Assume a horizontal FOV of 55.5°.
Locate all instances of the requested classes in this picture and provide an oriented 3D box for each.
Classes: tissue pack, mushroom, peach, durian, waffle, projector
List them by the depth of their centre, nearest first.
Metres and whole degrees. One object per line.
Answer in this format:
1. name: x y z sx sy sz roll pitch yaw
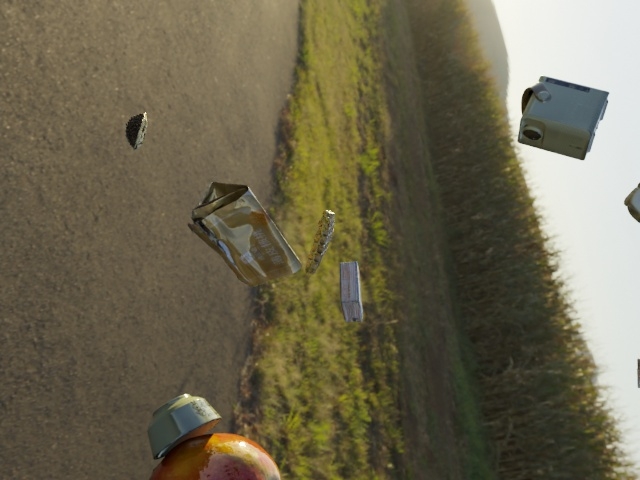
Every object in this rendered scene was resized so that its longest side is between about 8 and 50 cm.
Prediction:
1. mushroom: 0.763 -0.078 1.344 0.351 0.097 0.109 0 30 -46
2. peach: -0.296 0.713 1.652 0.388 0.389 0.388 -16 90 -73
3. projector: 0.705 -0.366 1.808 0.177 0.243 0.163 -60 158 -18
4. waffle: 0.000 0.000 1.846 0.192 0.046 0.160 100 15 -55
5. tissue pack: 0.093 0.158 1.871 0.115 0.065 0.155 80 6 -49
6. durian: -0.589 -0.353 1.943 0.066 0.052 0.130 71 32 -76

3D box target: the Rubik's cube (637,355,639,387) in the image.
1. Rubik's cube: 0.653 0.249 1.164 0.084 0.073 0.075 -34 115 -41

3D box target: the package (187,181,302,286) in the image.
1. package: -0.232 0.000 1.783 0.165 0.221 0.311 -51 129 -24

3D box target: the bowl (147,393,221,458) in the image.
1. bowl: -0.390 0.502 1.689 0.112 0.211 0.211 58 13 16
